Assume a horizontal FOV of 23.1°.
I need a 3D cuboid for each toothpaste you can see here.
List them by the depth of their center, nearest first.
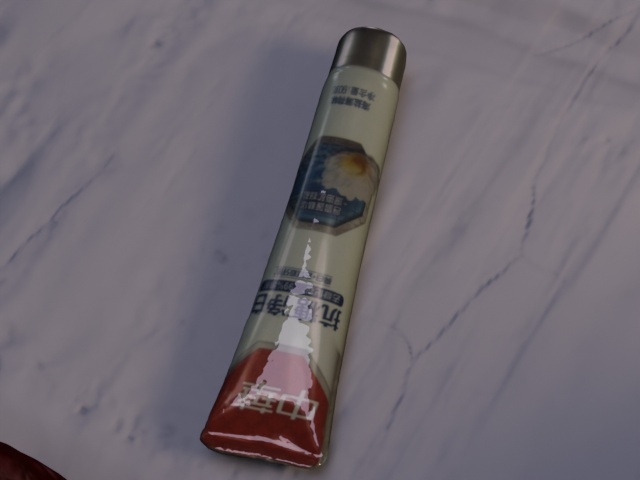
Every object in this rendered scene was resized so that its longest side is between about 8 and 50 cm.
[{"bbox_3d":[0.000,0.000,0.783,0.062,0.039,0.239,10,65,12],"label":"toothpaste"}]

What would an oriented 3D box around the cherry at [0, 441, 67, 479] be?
[{"bbox_3d":[-0.187,0.185,0.612,0.203,0.230,0.300,-4,73,26],"label":"cherry"}]
